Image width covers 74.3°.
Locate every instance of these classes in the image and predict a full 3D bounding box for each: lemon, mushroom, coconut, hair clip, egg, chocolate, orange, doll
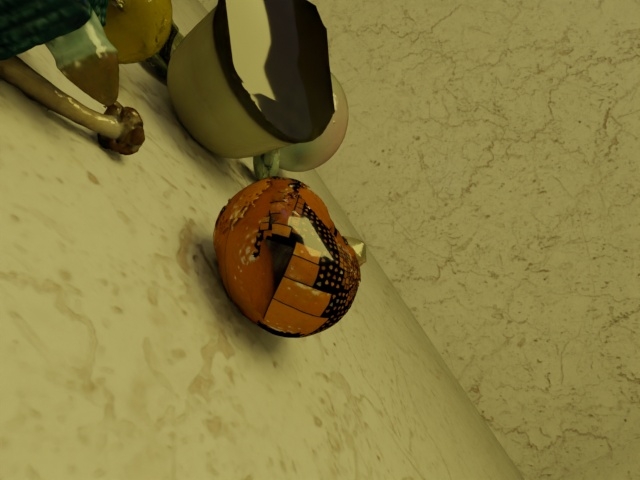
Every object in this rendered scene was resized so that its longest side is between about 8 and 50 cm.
[{"bbox_3d":[-0.318,-0.363,0.643,0.206,0.173,0.173,57,9,31],"label":"lemon"},{"bbox_3d":[-0.281,-0.161,0.484,0.187,0.061,0.060,33,25,-55],"label":"mushroom"},{"bbox_3d":[0.097,0.044,1.414,0.116,0.122,0.116,52,10,-13],"label":"coconut"},{"bbox_3d":[-0.331,-0.420,1.026,0.091,0.138,0.321,11,-5,19],"label":"hair clip"},{"bbox_3d":[-0.073,-0.388,1.450,0.354,0.355,0.339,45,30,-45],"label":"egg"},{"bbox_3d":[-0.170,-0.344,0.902,0.314,0.297,0.325,-12,99,-56],"label":"chocolate"},{"bbox_3d":[-0.047,0.026,0.603,0.234,0.182,0.234,64,2,-4],"label":"orange"},{"bbox_3d":[-0.146,-0.212,1.125,0.214,0.072,0.103,135,-39,-65],"label":"doll"}]

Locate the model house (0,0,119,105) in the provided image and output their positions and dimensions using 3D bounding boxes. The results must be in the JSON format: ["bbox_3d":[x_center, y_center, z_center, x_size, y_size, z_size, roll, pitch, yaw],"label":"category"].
[{"bbox_3d":[-0.306,-0.252,0.392,0.291,0.185,0.253,62,4,-23],"label":"model house"}]
